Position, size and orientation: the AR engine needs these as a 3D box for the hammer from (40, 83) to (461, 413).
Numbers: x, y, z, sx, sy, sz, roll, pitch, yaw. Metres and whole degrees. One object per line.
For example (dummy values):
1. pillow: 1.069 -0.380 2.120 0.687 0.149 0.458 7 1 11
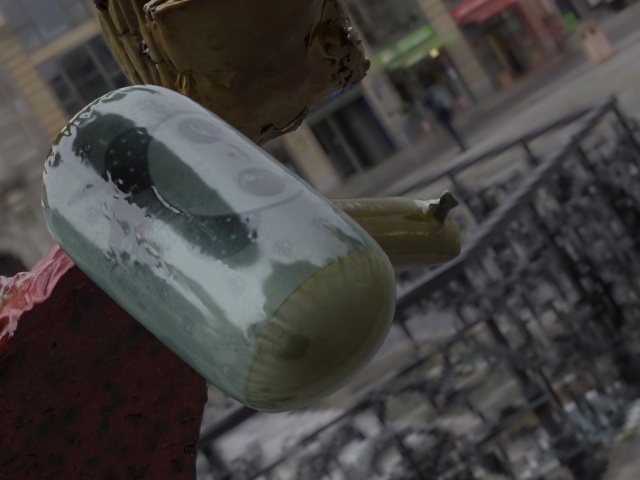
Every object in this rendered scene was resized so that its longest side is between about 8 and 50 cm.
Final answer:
1. hammer: 0.000 0.000 0.900 0.305 0.202 0.113 -2 -52 -56

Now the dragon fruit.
1. dragon fruit: -0.196 0.101 1.067 0.205 0.317 0.152 -11 30 -40

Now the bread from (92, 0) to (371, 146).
1. bread: -0.101 -0.255 1.857 0.277 0.325 0.167 -30 37 -6
